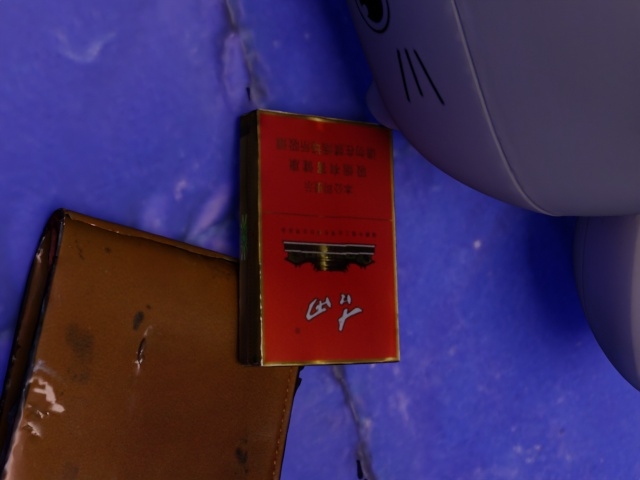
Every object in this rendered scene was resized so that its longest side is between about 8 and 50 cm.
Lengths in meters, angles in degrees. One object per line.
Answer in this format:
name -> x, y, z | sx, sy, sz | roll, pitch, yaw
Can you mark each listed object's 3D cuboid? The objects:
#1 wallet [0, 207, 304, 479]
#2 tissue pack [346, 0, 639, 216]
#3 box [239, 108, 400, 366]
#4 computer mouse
wallet -> -0.085, 0.095, 0.489 | 0.161, 0.042, 0.196 | 20, 71, -37
tissue pack -> 0.118, -0.187, 0.465 | 0.229, 0.236, 0.333 | -32, 114, -37
box -> 0.000, 0.000, 0.526 | 0.090, 0.023, 0.133 | 4, 81, -32
computer mouse -> 0.254, -0.027, 0.641 | 0.297, 0.121, 0.184 | -45, 129, -31
